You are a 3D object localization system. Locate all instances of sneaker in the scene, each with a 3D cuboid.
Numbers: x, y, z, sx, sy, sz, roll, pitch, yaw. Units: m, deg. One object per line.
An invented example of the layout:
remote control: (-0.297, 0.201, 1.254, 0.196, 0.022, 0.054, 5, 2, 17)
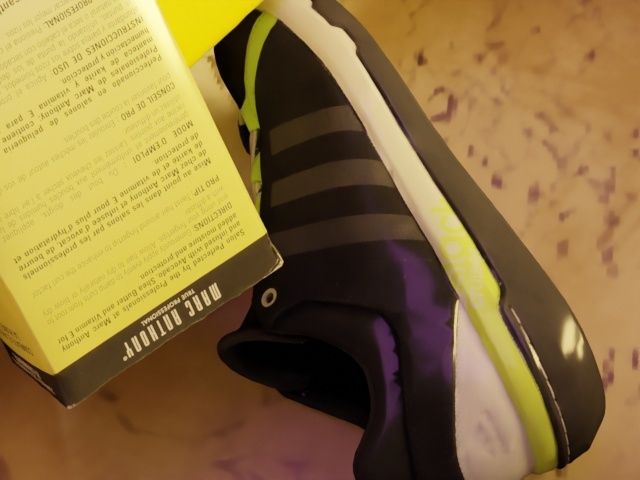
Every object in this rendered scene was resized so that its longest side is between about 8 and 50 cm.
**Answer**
sneaker: (0.000, 0.000, 0.613, 0.097, 0.084, 0.234, -30, 51, -7)

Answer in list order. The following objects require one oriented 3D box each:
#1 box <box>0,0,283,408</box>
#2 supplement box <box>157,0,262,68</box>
box: (-0.099, -0.070, 0.535, 0.087, 0.232, 0.058, -35, 27, -19)
supplement box: (-0.062, -0.218, 0.679, 0.356, 0.195, 0.194, -45, 29, -17)
